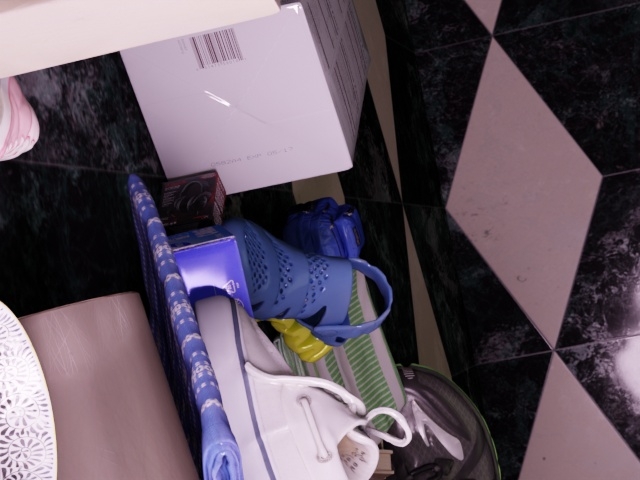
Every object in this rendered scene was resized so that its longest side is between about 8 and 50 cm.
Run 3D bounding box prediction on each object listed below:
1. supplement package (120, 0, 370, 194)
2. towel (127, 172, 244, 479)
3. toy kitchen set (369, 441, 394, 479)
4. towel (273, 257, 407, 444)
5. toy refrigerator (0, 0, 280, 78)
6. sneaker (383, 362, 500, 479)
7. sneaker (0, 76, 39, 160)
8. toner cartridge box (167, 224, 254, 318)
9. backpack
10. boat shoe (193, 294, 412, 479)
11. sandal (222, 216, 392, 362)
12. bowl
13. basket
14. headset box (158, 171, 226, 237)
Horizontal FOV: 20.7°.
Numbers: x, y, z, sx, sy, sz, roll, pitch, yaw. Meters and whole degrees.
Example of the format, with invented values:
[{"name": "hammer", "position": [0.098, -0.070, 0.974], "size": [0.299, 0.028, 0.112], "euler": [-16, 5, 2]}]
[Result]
[{"name": "supplement package", "position": [-0.073, -0.203, 1.895], "size": [0.263, 0.199, 0.198], "euler": [-79, 155, -58]}, {"name": "towel", "position": [-0.115, 0.137, 1.477], "size": [0.336, 0.040, 0.243], "euler": [-114, -165, -46]}, {"name": "toy kitchen set", "position": [0.048, 0.290, 2.377], "size": [0.083, 0.075, 0.068], "euler": [141, -50, -59]}, {"name": "towel", "position": [0.032, 0.172, 2.283], "size": [0.325, 0.038, 0.248], "euler": [-48, 122, -67]}, {"name": "toy refrigerator", "position": [-0.171, -0.201, 1.313], "size": [0.094, 0.269, 0.102], "euler": [53, 28, -62]}, {"name": "sneaker", "position": [0.168, 0.405, 2.454], "size": [0.202, 0.185, 0.483], "euler": [30, 49, -78]}, {"name": "sneaker", "position": [-0.249, -0.078, 1.361], "size": [0.134, 0.051, 0.070], "euler": [-93, 160, -49]}, {"name": "toner cartridge box", "position": [-0.086, 0.165, 1.696], "size": [0.165, 0.075, 0.348], "euler": [-159, -124, -80]}, {"name": "backpack", "position": [0.000, 0.000, 2.269], "size": [0.120, 0.101, 0.098], "euler": [-56, 127, -67]}, {"name": "boat shoe", "position": [-0.002, 0.180, 1.478], "size": [0.136, 0.156, 0.367], "euler": [87, -14, -45]}, {"name": "sandal", "position": [-0.022, 0.045, 2.006], "size": [0.317, 0.138, 0.126], "euler": [29, 50, -59]}, {"name": "bowl", "position": [-0.243, 0.125, 1.147], "size": [0.170, 0.080, 0.170], "euler": [-12, 90, -78]}, {"name": "basket", "position": [-0.167, 0.162, 1.298], "size": [0.204, 0.154, 0.227], "euler": [133, -58, -81]}, {"name": "headset box", "position": [-0.132, -0.033, 1.803], "size": [0.083, 0.062, 0.032], "euler": [-86, 161, -47]}]
